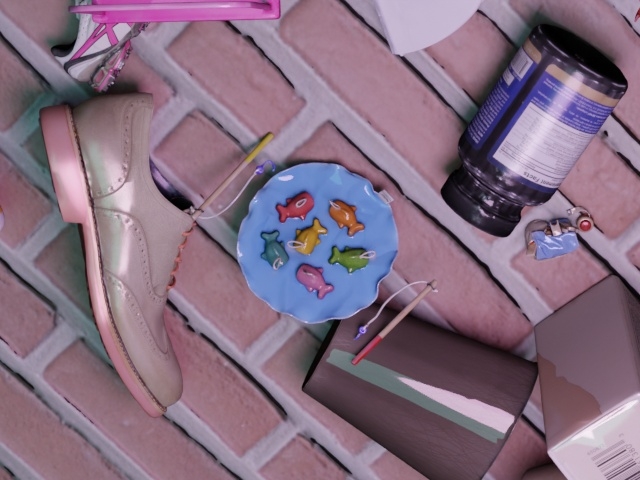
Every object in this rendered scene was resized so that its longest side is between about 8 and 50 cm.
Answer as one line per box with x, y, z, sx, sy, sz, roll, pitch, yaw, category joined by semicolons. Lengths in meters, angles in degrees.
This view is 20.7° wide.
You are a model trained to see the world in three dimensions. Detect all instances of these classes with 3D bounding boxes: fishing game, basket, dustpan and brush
0.000;0.000;1.968;0.189;0.041;0.264;-43;83;-11;fishing game
0.105;0.171;2.030;0.227;0.154;0.204;28;127;-1;basket
0.160;-0.296;1.897;0.211;0.060;0.147;-13;121;16;dustpan and brush

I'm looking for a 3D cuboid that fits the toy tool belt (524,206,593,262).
0.273;-0.002;1.998;0.083;0.051;0.052;-18;109;11;toy tool belt

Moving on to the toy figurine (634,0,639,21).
0.338;-0.426;1.742;0.217;0.191;0.362;39;142;12;toy figurine

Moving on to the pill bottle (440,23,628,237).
0.227;-0.116;1.919;0.123;0.123;0.219;31;111;-7;pill bottle

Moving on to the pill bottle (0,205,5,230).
-0.471;-0.112;1.962;0.152;0.152;0.272;-16;109;10;pill bottle

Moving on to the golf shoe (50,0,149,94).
-0.228;-0.253;1.932;0.086;0.067;0.186;32;110;-7;golf shoe

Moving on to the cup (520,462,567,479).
0.326;0.379;2.023;0.237;0.331;0.331;17;112;15;cup

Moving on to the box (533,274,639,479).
0.327;0.177;1.923;0.121;0.311;0.148;-35;104;16;box

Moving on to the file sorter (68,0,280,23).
-0.154;-0.371;1.783;0.202;0.182;0.290;-1;96;5;file sorter

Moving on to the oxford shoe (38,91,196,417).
-0.202;0.021;2.003;0.146;0.140;0.397;-16;116;-5;oxford shoe
